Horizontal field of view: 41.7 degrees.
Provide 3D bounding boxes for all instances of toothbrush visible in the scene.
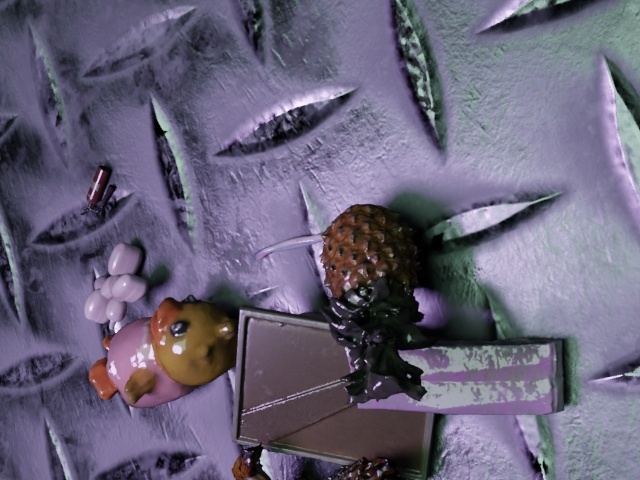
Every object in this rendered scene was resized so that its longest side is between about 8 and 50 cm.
[{"bbox_3d":[0.000,0.000,1.328,0.269,0.021,0.027,-13,75,32],"label":"toothbrush"}]

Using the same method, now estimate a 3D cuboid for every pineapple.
[{"bbox_3d":[0.083,0.091,1.143,0.310,0.170,0.141,-94,18,-46],"label":"pineapple"}]

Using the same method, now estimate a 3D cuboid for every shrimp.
[{"bbox_3d":[-0.014,0.360,1.273,0.222,0.054,0.290,37,134,-17],"label":"shrimp"}]

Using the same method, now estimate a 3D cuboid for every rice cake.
[{"bbox_3d":[0.185,0.189,1.174,0.297,0.050,0.106,-2,94,15],"label":"rice cake"}]

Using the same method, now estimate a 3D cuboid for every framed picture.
[{"bbox_3d":[0.020,0.232,1.268,0.314,0.024,0.232,9,105,11],"label":"framed picture"}]

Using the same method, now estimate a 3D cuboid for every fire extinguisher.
[{"bbox_3d":[-0.412,-0.088,1.576,0.046,0.032,0.100,23,109,-8],"label":"fire extinguisher"}]

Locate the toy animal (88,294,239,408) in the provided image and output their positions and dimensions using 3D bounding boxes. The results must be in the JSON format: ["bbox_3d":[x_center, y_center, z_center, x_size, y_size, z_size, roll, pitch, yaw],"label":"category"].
[{"bbox_3d":[-0.249,0.188,1.423,0.281,0.195,0.169,-33,117,34],"label":"toy animal"}]

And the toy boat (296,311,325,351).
[{"bbox_3d":[-0.040,0.218,1.336,0.155,0.085,0.227,37,112,25],"label":"toy boat"}]

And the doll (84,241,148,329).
[{"bbox_3d":[-0.375,0.090,1.527,0.160,0.059,0.161,-54,35,20],"label":"doll"}]
